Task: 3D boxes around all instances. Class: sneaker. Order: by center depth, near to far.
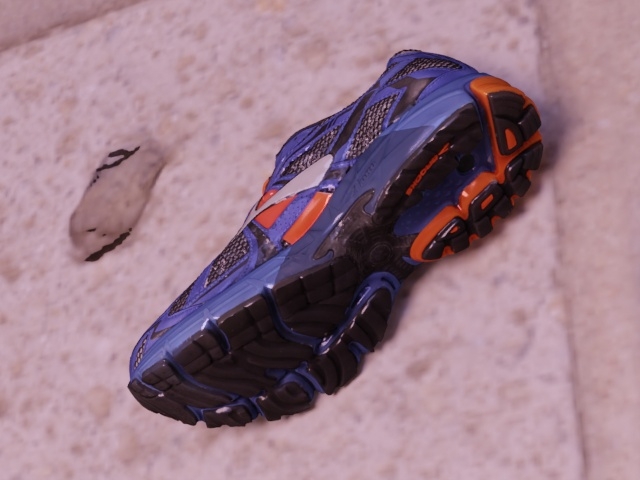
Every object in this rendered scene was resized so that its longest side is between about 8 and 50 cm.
[{"bbox_3d":[0.000,0.000,0.690,0.221,0.083,0.087,-40,41,4],"label":"sneaker"}]
